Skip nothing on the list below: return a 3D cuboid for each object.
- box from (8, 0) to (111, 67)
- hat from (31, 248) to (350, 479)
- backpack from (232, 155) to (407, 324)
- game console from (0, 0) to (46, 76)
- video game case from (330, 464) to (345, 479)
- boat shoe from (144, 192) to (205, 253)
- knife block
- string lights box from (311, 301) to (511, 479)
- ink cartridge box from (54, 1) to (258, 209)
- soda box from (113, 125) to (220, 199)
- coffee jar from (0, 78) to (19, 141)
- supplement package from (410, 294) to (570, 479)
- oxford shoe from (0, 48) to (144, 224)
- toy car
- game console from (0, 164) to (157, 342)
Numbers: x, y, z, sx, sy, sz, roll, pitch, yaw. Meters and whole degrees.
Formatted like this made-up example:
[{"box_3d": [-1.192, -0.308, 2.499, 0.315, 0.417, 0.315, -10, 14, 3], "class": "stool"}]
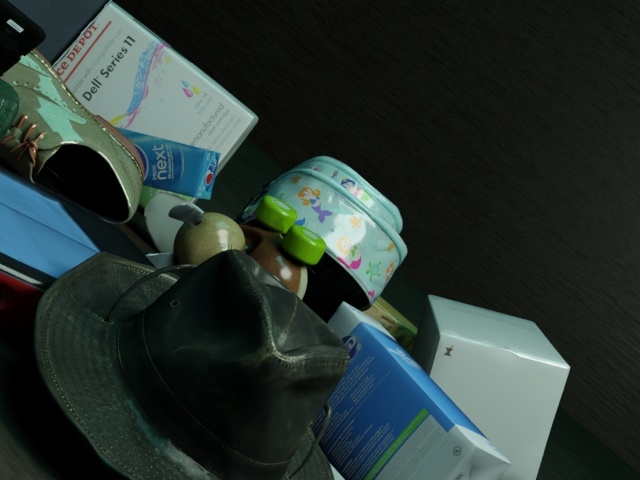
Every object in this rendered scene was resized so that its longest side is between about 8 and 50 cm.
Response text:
[{"box_3d": [-0.558, -0.463, 1.384, 0.480, 0.297, 0.472, 39, 6, -46], "class": "box"}, {"box_3d": [-0.058, 0.098, 0.867, 0.331, 0.134, 0.331, 44, 17, -17], "class": "hat"}, {"box_3d": [0.000, 0.000, 1.534, 0.225, 0.191, 0.253, 40, -18, -8], "class": "backpack"}, {"box_3d": [-0.369, -0.226, 1.165, 0.071, 0.107, 0.122, 53, 4, 15], "class": "game console"}, {"box_3d": [-0.006, 0.238, 0.986, 0.183, 0.023, 0.201, 43, 7, 32], "class": "video game case"}, {"box_3d": [-0.147, 0.019, 1.472, 0.219, 0.078, 0.070, 44, 5, -11], "class": "boat shoe"}, {"box_3d": [0.038, 0.100, 1.820, 0.276, 0.088, 0.242, 34, 9, -30], "class": "knife block"}, {"box_3d": [0.067, 0.195, 1.179, 0.077, 0.133, 0.259, 32, 10, -42], "class": "string lights box"}, {"box_3d": [-0.290, -0.207, 1.598, 0.353, 0.207, 0.119, 38, 6, -2], "class": "ink cartridge box"}, {"box_3d": [-0.246, -0.111, 1.466, 0.210, 0.067, 0.071, 14, 3, 10], "class": "soda box"}, {"box_3d": [-0.406, -0.155, 1.129, 0.079, 0.096, 0.184, 36, 3, 38], "class": "coffee jar"}, {"box_3d": [0.218, 0.202, 1.551, 0.178, 0.175, 0.293, 15, 7, 1], "class": "supplement package"}, {"box_3d": [-0.344, -0.143, 1.291, 0.348, 0.123, 0.130, 35, 13, -24], "class": "oxford shoe"}, {"box_3d": [-0.119, 0.020, 1.324, 0.188, 0.155, 0.149, 20, 18, -40], "class": "toy car"}, {"box_3d": [-0.266, -0.001, 1.026, 0.387, 0.060, 0.342, 33, 9, -44], "class": "game console"}]
